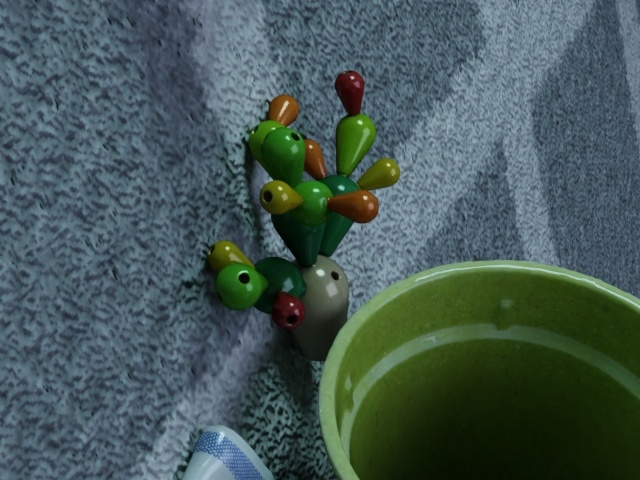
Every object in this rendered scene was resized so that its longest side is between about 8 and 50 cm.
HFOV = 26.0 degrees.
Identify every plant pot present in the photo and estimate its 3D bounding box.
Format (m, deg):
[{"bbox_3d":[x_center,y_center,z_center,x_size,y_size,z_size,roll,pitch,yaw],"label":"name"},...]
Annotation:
[{"bbox_3d":[0.124,0.199,0.966,0.276,0.276,0.254,-62,166,-44],"label":"plant pot"}]

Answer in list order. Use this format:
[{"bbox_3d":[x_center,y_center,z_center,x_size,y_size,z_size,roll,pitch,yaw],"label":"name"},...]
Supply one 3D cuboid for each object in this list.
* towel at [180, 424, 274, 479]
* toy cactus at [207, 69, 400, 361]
[{"bbox_3d":[-0.064,0.280,0.842,0.209,0.034,0.285,61,38,-41],"label":"towel"},{"bbox_3d":[0.000,0.000,0.930,0.219,0.112,0.181,-70,156,-52],"label":"toy cactus"}]
